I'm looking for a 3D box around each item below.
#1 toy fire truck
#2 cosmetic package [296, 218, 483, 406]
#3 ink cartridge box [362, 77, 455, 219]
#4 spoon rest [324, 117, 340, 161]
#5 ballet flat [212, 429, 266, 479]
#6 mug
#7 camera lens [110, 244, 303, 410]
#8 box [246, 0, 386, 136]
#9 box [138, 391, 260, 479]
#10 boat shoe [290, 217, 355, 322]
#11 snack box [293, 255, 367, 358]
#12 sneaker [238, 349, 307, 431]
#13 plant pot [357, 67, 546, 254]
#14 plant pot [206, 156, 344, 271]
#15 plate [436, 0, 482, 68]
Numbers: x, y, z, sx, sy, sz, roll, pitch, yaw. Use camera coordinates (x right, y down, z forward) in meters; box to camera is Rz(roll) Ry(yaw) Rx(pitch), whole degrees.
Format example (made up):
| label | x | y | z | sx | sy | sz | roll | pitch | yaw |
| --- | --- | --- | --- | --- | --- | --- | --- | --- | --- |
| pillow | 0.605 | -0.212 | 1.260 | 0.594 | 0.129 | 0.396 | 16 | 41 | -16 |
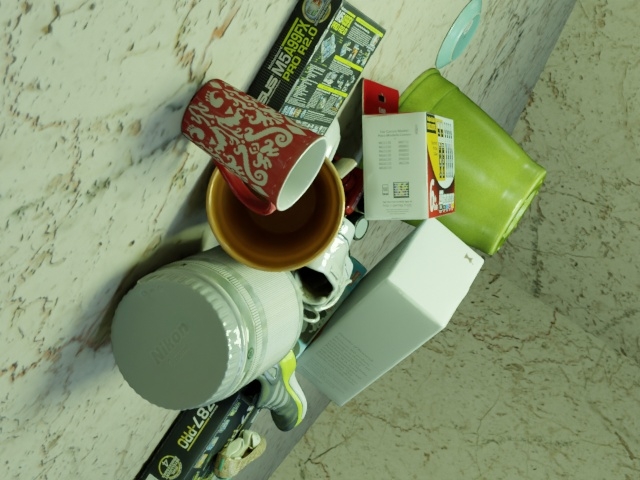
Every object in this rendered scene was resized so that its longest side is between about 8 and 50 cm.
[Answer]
| label | x | y | z | sx | sy | sz | roll | pitch | yaw |
| --- | --- | --- | --- | --- | --- | --- | --- | --- | --- |
| toy fire truck | 0.018 | -0.073 | 1.958 | 0.217 | 0.158 | 0.246 | -58 | 148 | -14 |
| cosmetic package | 0.138 | 0.165 | 2.195 | 0.230 | 0.161 | 0.453 | -52 | -176 | -42 |
| ink cartridge box | 0.181 | -0.182 | 1.990 | 0.309 | 0.130 | 0.271 | -15 | 104 | -73 |
| spoon rest | -0.040 | -0.125 | 1.754 | 0.137 | 0.084 | 0.276 | 107 | 8 | -55 |
| ballet flat | -0.176 | 0.474 | 2.273 | 0.206 | 0.073 | 0.067 | -39 | 143 | -64 |
| mug | -0.099 | -0.116 | 1.315 | 0.150 | 0.169 | 0.113 | -60 | 167 | 17 |
| camera lens | -0.167 | 0.127 | 1.544 | 0.219 | 0.219 | 0.274 | -61 | 166 | 20 |
| box | -0.005 | -0.267 | 1.534 | 0.216 | 0.060 | 0.270 | -59 | 167 | 11 |
| box | -0.262 | 0.453 | 2.261 | 0.395 | 0.097 | 0.318 | -57 | 169 | -5 |
| boat shoe | -0.014 | 0.072 | 1.808 | 0.367 | 0.136 | 0.156 | 109 | 4 | -73 |
| snack box | -0.032 | 0.172 | 2.313 | 0.322 | 0.060 | 0.187 | -50 | -170 | -9 |
| sneaker | -0.114 | 0.314 | 2.104 | 0.121 | 0.111 | 0.300 | -38 | 139 | -24 |
| plant pot | 0.318 | -0.155 | 2.316 | 0.366 | 0.353 | 0.366 | -52 | 166 | -19 |
| plant pot | -0.067 | -0.063 | 1.555 | 0.205 | 0.205 | 0.188 | -57 | -177 | 4 |
| plate | 0.329 | -0.476 | 2.306 | 0.188 | 0.024 | 0.188 | -51 | 166 | -18 |
